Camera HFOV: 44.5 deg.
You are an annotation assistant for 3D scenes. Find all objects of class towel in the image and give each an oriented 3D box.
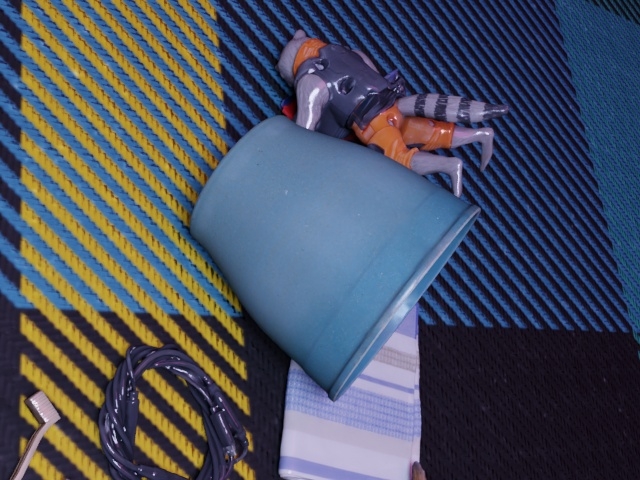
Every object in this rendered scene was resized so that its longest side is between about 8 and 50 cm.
[{"bbox_3d":[0.045,0.186,1.014,0.209,0.034,0.285,21,58,-28],"label":"towel"}]

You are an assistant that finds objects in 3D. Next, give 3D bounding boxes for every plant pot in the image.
[{"bbox_3d":[0.000,0.000,0.905,0.255,0.272,0.271,37,49,11],"label":"plant pot"}]

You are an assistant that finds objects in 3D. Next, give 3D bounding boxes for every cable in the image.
[{"bbox_3d":[-0.168,0.199,0.841,0.150,0.047,0.185,-35,97,-36],"label":"cable"}]

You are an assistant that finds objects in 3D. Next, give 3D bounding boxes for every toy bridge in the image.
[{"bbox_3d":[-0.317,0.216,0.710,0.188,0.026,0.063,-38,98,-41],"label":"toy bridge"}]

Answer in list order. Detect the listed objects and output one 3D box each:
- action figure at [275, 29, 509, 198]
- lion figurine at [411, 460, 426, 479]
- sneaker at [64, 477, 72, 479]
[{"bbox_3d":[0.091,-0.199,1.090,0.330,0.179,0.341,30,43,11],"label":"action figure"},{"bbox_3d":[0.127,0.484,0.899,0.240,0.142,0.392,-27,74,-15],"label":"lion figurine"},{"bbox_3d":[-0.218,0.305,0.754,0.061,0.053,0.152,-40,96,-25],"label":"sneaker"}]
